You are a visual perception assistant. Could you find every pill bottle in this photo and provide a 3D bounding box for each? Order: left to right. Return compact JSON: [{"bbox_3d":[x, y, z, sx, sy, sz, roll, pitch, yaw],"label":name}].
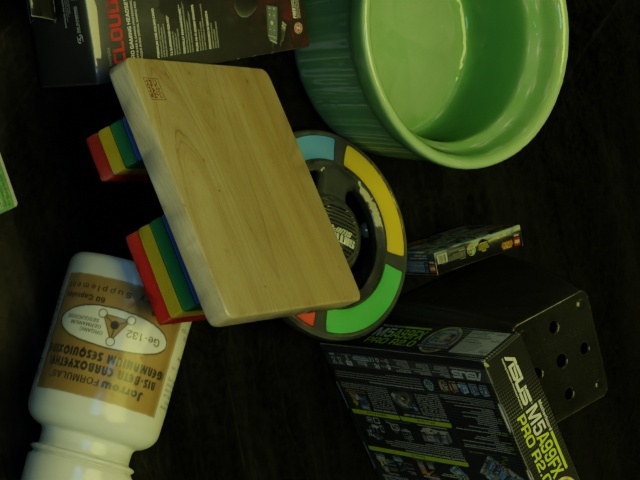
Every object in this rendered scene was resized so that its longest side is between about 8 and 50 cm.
[{"bbox_3d":[-0.208,0.137,1.774,0.131,0.131,0.229,23,76,-37],"label":"pill bottle"}]

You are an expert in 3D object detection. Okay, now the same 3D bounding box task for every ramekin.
[{"bbox_3d":[0.114,-0.228,2.016,0.303,0.148,0.303,-1,92,-39],"label":"ramekin"}]

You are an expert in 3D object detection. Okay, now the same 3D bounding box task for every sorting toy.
[{"bbox_3d":[-0.101,-0.035,1.773,0.255,0.089,0.257,-4,69,-61],"label":"sorting toy"}]

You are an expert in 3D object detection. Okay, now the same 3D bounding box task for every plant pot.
[{"bbox_3d":[0.215,0.131,2.095,0.188,0.167,0.187,-24,106,-37],"label":"plant pot"}]

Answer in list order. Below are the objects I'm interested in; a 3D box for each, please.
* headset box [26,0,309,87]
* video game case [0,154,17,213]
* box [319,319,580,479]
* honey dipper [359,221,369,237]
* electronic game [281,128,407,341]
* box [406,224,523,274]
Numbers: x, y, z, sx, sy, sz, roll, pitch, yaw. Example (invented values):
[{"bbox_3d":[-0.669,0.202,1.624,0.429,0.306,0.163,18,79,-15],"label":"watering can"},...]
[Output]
[{"bbox_3d":[-0.168,-0.272,1.811,0.293,0.110,0.218,-14,100,-38],"label":"headset box"},{"bbox_3d":[-0.391,-0.095,1.690,0.193,0.023,0.212,-27,108,-35],"label":"video game case"},{"bbox_3d":[0.138,0.193,1.967,0.060,0.270,0.216,-36,112,-31],"label":"box"},{"bbox_3d":[0.000,0.000,2.006,0.160,0.030,0.030,-14,100,-40],"label":"honey dipper"},{"bbox_3d":[0.006,-0.006,1.962,0.229,0.048,0.229,13,70,-40],"label":"electronic game"},{"bbox_3d":[0.147,0.010,2.083,0.137,0.094,0.027,-17,102,-37],"label":"box"}]
